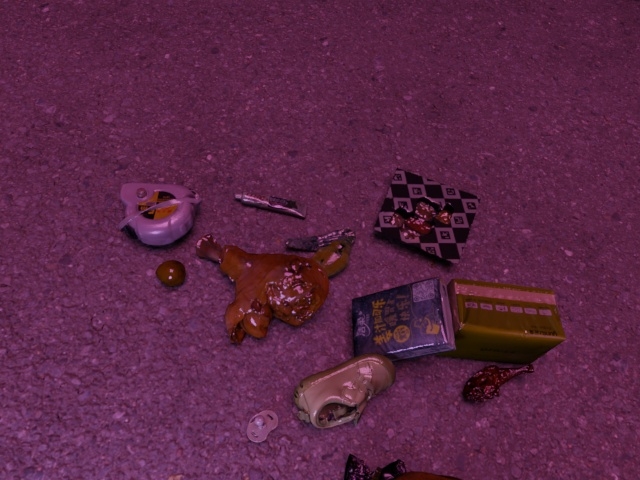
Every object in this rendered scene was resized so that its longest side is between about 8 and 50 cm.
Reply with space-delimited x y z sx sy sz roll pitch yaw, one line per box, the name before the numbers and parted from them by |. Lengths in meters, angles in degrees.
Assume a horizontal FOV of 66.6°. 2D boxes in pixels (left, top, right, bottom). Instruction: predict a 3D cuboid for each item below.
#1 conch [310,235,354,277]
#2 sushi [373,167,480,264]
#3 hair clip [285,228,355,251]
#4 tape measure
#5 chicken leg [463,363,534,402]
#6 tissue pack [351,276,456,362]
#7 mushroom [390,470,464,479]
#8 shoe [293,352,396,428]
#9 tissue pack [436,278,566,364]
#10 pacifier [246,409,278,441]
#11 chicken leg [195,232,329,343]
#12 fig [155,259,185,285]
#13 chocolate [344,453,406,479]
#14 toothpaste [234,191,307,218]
conch | 0.027 0.058 1.433 0.201 0.079 0.095 -30 48 -15
sushi | 0.337 -0.075 1.566 0.294 0.059 0.292 23 58 7
hair clip | 0.000 0.001 1.481 0.229 0.036 0.066 -7 63 -20
tape measure | -0.468 -0.078 1.413 0.236 0.120 0.197 1 52 -2
chicken leg | 0.466 0.371 1.293 0.205 0.053 0.093 -30 22 -22
tissue pack | 0.207 0.212 1.265 0.257 0.081 0.185 -19 52 28
mushroom | 0.235 0.615 0.971 0.346 0.260 0.345 5 82 -38
shoe | 0.066 0.378 1.199 0.263 0.140 0.128 -12 50 -9
tissue pack | 0.462 0.222 1.309 0.275 0.200 0.167 6 56 -5
pacifier | -0.144 0.435 1.166 0.068 0.064 0.083 29 56 31
chicken leg | -0.196 0.123 1.318 0.410 0.182 0.295 26 73 17
fig | -0.417 0.089 1.346 0.088 0.074 0.073 2 53 25
chocolate | 0.131 0.542 1.138 0.147 0.070 0.072 6 62 1
toothpaste | -0.156 -0.117 1.535 0.234 0.038 0.060 12 59 -4
